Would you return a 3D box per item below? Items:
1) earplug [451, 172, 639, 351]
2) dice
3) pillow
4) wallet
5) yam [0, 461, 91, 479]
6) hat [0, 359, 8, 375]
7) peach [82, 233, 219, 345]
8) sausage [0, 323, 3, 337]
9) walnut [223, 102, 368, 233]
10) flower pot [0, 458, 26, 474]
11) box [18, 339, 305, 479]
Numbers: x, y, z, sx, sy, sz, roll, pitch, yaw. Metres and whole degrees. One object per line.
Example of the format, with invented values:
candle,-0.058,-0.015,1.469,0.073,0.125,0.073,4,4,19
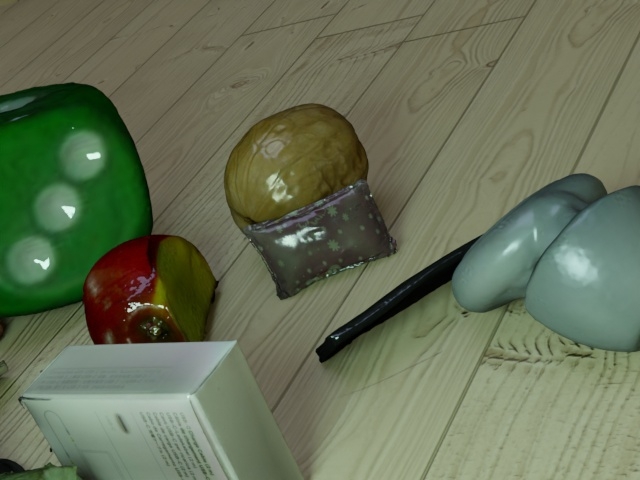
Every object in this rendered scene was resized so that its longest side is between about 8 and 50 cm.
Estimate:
earplug,0.274,0.025,1.532,0.214,0.175,0.325,-36,18,-16
dice,-0.450,-0.067,2.126,0.297,0.300,0.287,-22,20,-25
pillow,0.000,0.000,1.864,0.185,0.118,0.043,-24,6,8
wallet,0.102,0.066,1.673,0.244,0.025,0.124,-31,-9,-15
yam,-0.363,0.340,1.428,0.300,0.195,0.195,-15,26,16
hat,-0.558,0.236,1.934,0.219,0.164,0.226,5,-4,25
peach,-0.240,0.071,1.885,0.158,0.154,0.267,-19,26,14
sausage,-0.536,0.128,2.140,0.065,0.065,0.169,-34,27,-20
walnut,-0.030,-0.091,1.969,0.221,0.195,0.195,-35,27,-28
flower pot,-0.496,0.301,1.652,0.269,0.166,0.269,-18,26,9
box,-0.169,0.216,1.478,0.251,0.203,0.106,-4,30,36
